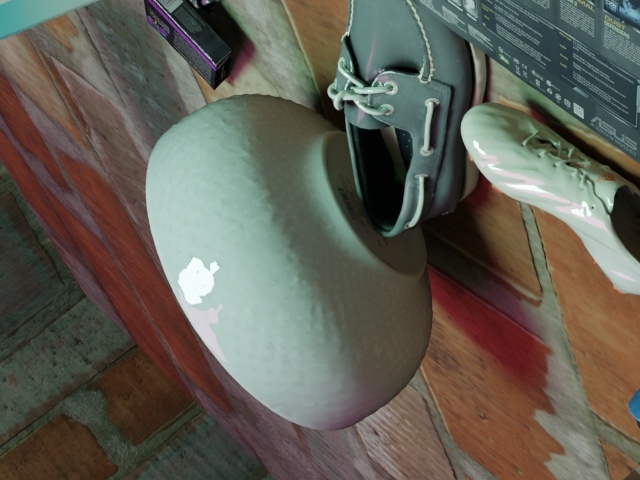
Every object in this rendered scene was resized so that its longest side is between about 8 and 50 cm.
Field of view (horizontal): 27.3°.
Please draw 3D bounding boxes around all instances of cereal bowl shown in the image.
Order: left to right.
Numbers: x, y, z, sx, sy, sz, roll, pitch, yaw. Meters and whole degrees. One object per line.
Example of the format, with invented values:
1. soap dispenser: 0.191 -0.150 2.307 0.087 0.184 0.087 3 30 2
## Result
1. cereal bowl: 0.000 0.000 1.250 0.339 0.141 0.339 42 -150 -32

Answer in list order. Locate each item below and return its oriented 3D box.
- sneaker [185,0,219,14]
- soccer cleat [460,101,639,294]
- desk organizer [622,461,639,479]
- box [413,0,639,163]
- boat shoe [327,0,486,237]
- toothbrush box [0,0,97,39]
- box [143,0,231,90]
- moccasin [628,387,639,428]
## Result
1. sneaker: -0.130 -0.273 1.382 0.069 0.038 0.098 43 171 24
2. soccer cleat: 0.188 -0.039 0.971 0.196 0.068 0.076 43 158 6
3. desk organizer: 0.307 0.271 1.309 0.047 0.050 0.130 45 162 22
4. box: 0.140 -0.175 0.815 0.233 0.059 0.183 42 161 34
5. boat shoe: 0.063 -0.116 1.073 0.116 0.099 0.319 41 160 31
6. toothbrush box: -0.303 -0.311 1.249 0.126 0.296 0.216 16 130 62
7. box: -0.148 -0.229 1.467 0.116 0.029 0.162 46 173 -2
8. moccasin: 0.319 0.126 0.834 0.117 0.138 0.342 50 165 -8
